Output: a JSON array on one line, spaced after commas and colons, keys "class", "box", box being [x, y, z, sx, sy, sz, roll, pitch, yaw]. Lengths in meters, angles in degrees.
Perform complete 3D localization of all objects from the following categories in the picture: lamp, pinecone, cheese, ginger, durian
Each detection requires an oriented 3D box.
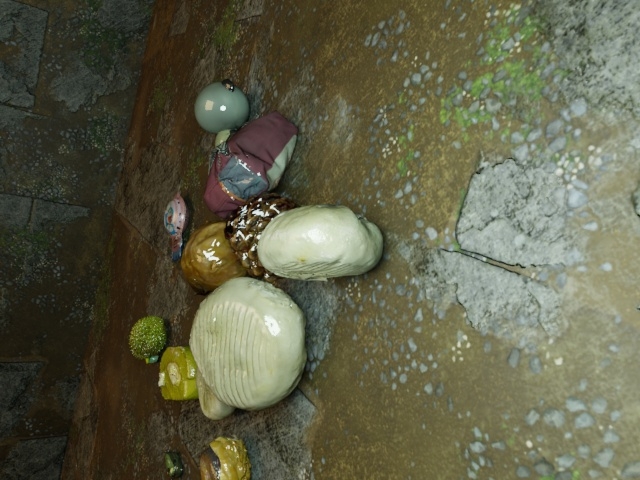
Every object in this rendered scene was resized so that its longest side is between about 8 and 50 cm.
[{"class": "lamp", "box": [-0.319, -0.406, 1.681, 0.198, 0.198, 0.243, -8, 99, 53]}, {"class": "pinecone", "box": [-0.132, -0.019, 1.293, 0.272, 0.225, 0.224, 42, 116, 58]}, {"class": "cheese", "box": [-0.586, -0.056, 2.048, 0.189, 0.074, 0.285, -24, 65, 51]}, {"class": "ginger", "box": [-0.303, 0.037, 1.537, 0.223, 0.200, 0.269, -19, 22, 19]}, {"class": "durian", "box": [-0.718, 0.399, 2.070, 0.198, 0.146, 0.159, -56, 41, 27]}]

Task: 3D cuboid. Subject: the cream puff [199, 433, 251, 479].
[{"class": "cream puff", "box": [-0.262, 0.639, 1.407, 0.189, 0.130, 0.188, 5, 96, 57]}]

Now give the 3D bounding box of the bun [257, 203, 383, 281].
[{"class": "bun", "box": [-0.005, 0.000, 1.068, 0.273, 0.273, 0.168, -13, 76, 52]}]

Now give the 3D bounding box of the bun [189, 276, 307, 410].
[{"class": "bun", "box": [-0.164, 0.259, 1.271, 0.362, 0.235, 0.325, -29, 70, 41]}]

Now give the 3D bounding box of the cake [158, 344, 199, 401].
[{"class": "cake", "box": [-0.440, 0.438, 1.682, 0.261, 0.156, 0.178, -21, 73, 49]}]

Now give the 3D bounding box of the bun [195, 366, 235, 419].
[{"class": "bun", "box": [-0.289, 0.435, 1.495, 0.179, 0.128, 0.192, 7, 100, 55]}]

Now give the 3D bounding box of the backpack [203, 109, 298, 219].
[{"class": "backpack", "box": [-0.221, -0.203, 1.451, 0.317, 0.197, 0.283, -38, 15, 47]}]

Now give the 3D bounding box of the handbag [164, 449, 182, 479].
[{"class": "handbag", "box": [-0.534, 0.808, 1.815, 0.072, 0.047, 0.111, -61, 43, 25]}]
